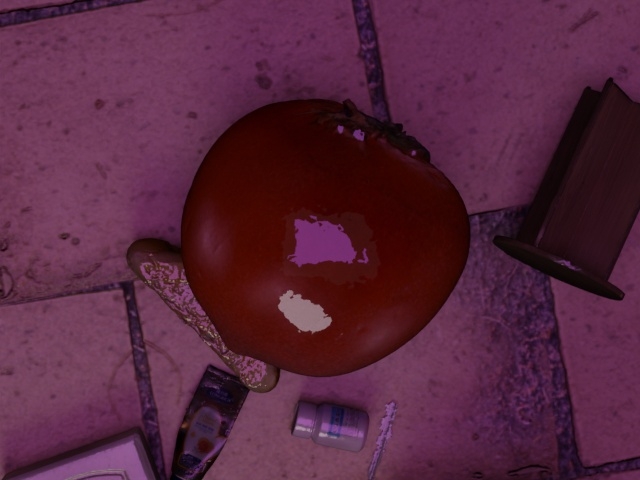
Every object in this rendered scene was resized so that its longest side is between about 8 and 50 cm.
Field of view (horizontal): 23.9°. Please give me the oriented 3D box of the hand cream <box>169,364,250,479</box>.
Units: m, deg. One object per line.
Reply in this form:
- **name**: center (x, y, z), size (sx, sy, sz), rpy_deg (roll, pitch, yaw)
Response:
- **hand cream**: center (-0.143, 0.237, 1.848), size (0.062, 0.039, 0.163), rpy_deg (23, 93, 10)

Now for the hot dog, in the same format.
- **hot dog**: center (-0.128, 0.079, 1.806), size (0.073, 0.084, 0.242), rpy_deg (-44, 97, -1)

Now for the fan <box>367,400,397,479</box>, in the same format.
- **fan**: center (0.043, 0.356, 1.887), size (0.190, 0.009, 0.329), rpy_deg (19, 96, -5)

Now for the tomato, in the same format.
- **tomato**: center (0.000, 0.000, 1.690), size (0.321, 0.321, 0.322), rpy_deg (0, 97, -3)

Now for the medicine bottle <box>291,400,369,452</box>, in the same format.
- **medicine bottle**: center (0.012, 0.225, 1.846), size (0.089, 0.052, 0.052), rpy_deg (13, 96, -5)

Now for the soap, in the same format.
- **soap**: center (-0.284, 0.314, 1.836), size (0.183, 0.064, 0.121), rpy_deg (-20, 96, -1)

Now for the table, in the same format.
- **table**: center (0.324, -0.066, 1.788), size (0.167, 0.167, 0.227), rpy_deg (25, 86, -6)
